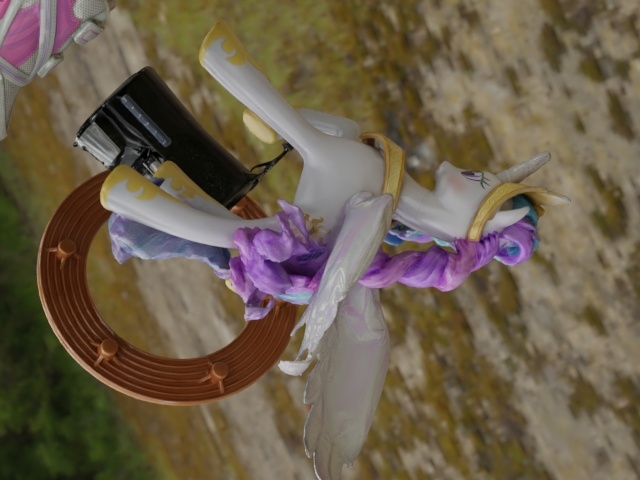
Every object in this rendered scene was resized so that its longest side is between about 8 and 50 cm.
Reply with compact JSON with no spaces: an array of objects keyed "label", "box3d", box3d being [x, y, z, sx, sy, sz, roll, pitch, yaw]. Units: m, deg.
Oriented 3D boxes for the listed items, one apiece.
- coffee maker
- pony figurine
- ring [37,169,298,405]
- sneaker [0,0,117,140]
[{"label":"coffee maker","box3d":[-0.158,-0.105,1.661,0.178,0.171,0.120,48,151,1]},{"label":"pony figurine","box3d":[0.000,0.000,1.308,0.363,0.351,0.303,24,152,14]},{"label":"ring","box3d":[-0.183,0.044,1.846,0.336,0.336,0.032,62,148,17]},{"label":"sneaker","box3d":[-0.231,-0.187,1.239,0.252,0.111,0.103,-64,28,27]}]
